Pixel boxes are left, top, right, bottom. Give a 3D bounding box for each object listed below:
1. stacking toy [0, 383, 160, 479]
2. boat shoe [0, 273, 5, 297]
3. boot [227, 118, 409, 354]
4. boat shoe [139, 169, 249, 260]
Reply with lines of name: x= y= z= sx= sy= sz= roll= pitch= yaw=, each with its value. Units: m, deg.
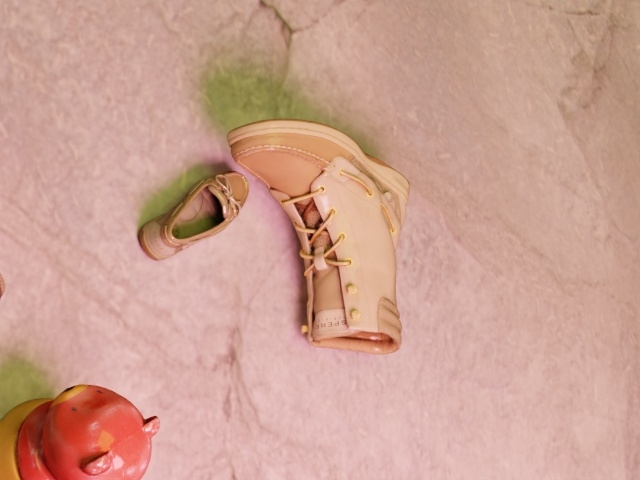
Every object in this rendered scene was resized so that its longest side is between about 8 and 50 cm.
stacking toy: x=-0.298 y=0.180 z=1.639 sx=0.279 sy=0.130 sz=0.309 roll=54 pitch=47 yaw=-15
boat shoe: x=-0.323 y=0.032 z=1.623 sx=0.123 sy=0.123 sz=0.342 roll=8 pitch=50 yaw=-16
boot: x=0.000 y=0.000 z=1.993 sx=0.262 sy=0.095 sz=0.203 roll=28 pitch=58 yaw=-50
boat shoe: x=-0.116 y=-0.029 z=1.937 sx=0.153 sy=0.048 sz=0.056 roll=-32 pitch=98 yaw=-44
